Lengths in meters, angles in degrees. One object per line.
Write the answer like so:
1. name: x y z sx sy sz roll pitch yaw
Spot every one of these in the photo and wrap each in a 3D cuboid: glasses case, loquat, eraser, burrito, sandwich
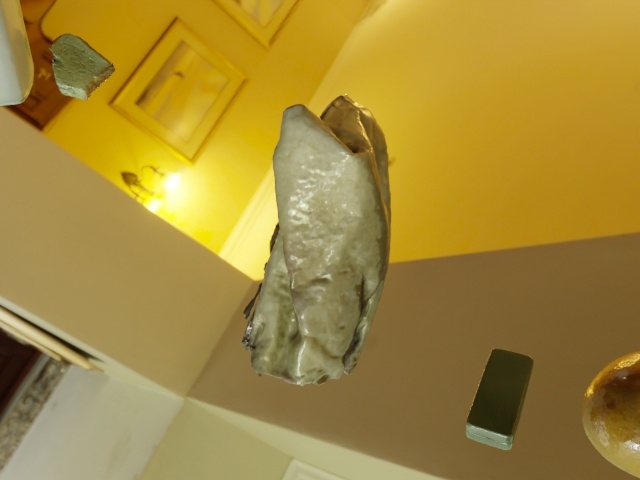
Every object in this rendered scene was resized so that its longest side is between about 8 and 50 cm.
1. glasses case: 0.313 0.269 1.028 0.078 0.039 0.184 11 -139 25
2. loquat: 0.696 0.375 1.252 0.275 0.275 0.274 -40 -154 25
3. eraser: -0.479 -0.355 0.824 0.290 0.104 0.189 107 -29 -49
4. burrito: 0.014 0.004 0.700 0.135 0.190 0.331 27 -64 31
5. sandwich: -0.412 -0.292 0.992 0.093 0.105 0.036 -47 -177 -16

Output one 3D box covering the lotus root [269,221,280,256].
1. lotus root: 0.000 0.000 1.016 0.173 0.173 0.309 -42 177 22
